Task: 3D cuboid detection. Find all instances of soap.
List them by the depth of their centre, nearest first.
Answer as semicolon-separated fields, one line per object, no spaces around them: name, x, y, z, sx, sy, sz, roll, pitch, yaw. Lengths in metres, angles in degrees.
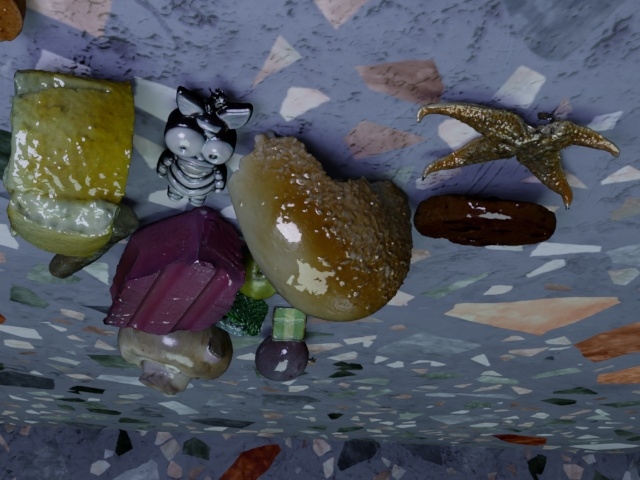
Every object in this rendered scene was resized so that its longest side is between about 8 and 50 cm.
soap;-0.230;0.058;0.933;0.182;0.112;0.289;12;145;-27

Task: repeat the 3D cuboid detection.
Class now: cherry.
cherry;-0.059;0.270;1.361;0.188;0.115;0.148;5;120;-26

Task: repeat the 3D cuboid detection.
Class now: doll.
doll;-0.150;-0.105;0.700;0.091;0.067;0.219;15;148;-14

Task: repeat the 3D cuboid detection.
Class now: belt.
belt;-0.168;0.126;1.126;0.121;0.079;0.151;-9;140;40

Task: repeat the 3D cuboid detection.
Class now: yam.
yam;-0.374;0.007;0.928;0.061;0.061;0.274;23;147;-33

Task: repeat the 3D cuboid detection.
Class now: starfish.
starfish;0.222;-0.110;0.692;0.247;0.050;0.138;13;151;-5

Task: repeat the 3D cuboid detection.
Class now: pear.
pear;-0.104;0.057;0.976;0.092;0.092;0.097;-2;152;8

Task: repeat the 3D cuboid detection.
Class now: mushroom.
mushroom;-0.300;0.222;1.194;0.254;0.184;0.255;21;154;10

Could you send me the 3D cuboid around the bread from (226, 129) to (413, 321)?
bread;0.019;0.004;0.755;0.171;0.192;0.314;-23;143;29

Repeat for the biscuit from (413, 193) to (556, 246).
biscuit;0.225;-0.028;0.797;0.191;0.050;0.192;4;168;1

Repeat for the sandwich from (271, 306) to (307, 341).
sandwich;-0.069;0.176;1.275;0.074;0.074;0.116;3;-176;-3

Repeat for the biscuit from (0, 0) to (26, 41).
biscuit;-0.348;-0.267;0.443;0.183;0.043;0.280;-14;143;20

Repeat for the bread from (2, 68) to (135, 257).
bread;-0.284;-0.074;0.647;0.123;0.186;0.257;9;159;-21
